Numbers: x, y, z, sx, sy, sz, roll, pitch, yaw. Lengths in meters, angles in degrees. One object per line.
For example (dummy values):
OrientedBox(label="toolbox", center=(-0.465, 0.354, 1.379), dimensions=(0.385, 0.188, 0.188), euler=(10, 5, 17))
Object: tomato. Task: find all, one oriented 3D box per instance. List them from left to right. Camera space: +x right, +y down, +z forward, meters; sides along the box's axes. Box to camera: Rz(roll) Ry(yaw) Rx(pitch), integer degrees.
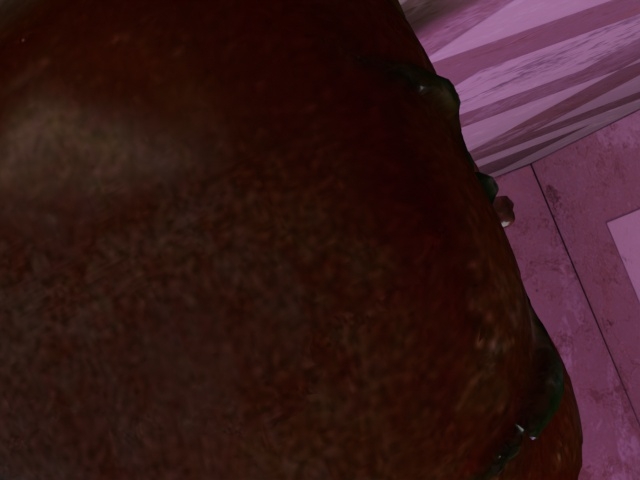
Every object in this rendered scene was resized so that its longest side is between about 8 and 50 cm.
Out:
OrientedBox(label="tomato", center=(-0.044, 0.024, 0.748), dimensions=(0.239, 0.303, 0.303), euler=(-24, 177, 5))

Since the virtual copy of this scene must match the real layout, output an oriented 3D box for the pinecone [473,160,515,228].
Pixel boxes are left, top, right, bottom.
OrientedBox(label="pinecone", center=(0.003, -0.005, 1.339), dimensions=(0.257, 0.243, 0.243), euler=(12, -179, 7))
